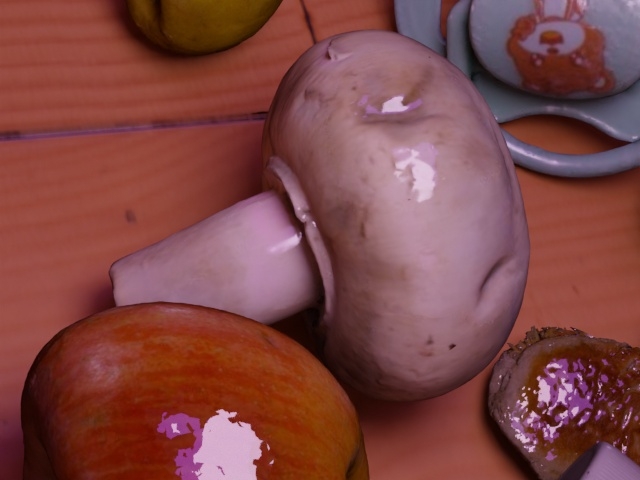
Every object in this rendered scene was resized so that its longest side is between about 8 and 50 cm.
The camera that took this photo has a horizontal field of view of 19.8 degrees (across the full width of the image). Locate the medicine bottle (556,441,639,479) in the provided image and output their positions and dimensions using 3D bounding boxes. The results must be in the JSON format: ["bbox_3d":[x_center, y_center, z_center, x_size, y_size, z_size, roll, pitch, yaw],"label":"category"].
[{"bbox_3d":[0.305,0.336,1.485,0.339,0.208,0.208,39,57,5],"label":"medicine bottle"}]

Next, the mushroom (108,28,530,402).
[{"bbox_3d":[0.034,0.002,1.549,0.315,0.356,0.315,29,32,-21],"label":"mushroom"}]

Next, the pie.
[{"bbox_3d":[0.242,0.158,1.640,0.193,0.079,0.163,14,66,-16],"label":"pie"}]

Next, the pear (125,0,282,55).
[{"bbox_3d":[-0.106,-0.247,1.699,0.149,0.149,0.162,46,52,9],"label":"pear"}]

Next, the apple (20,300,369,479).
[{"bbox_3d":[-0.083,0.193,1.385,0.301,0.301,0.301,8,60,-15],"label":"apple"}]

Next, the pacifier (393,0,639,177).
[{"bbox_3d":[0.251,-0.218,1.789,0.343,0.288,0.269,12,20,15],"label":"pacifier"}]
